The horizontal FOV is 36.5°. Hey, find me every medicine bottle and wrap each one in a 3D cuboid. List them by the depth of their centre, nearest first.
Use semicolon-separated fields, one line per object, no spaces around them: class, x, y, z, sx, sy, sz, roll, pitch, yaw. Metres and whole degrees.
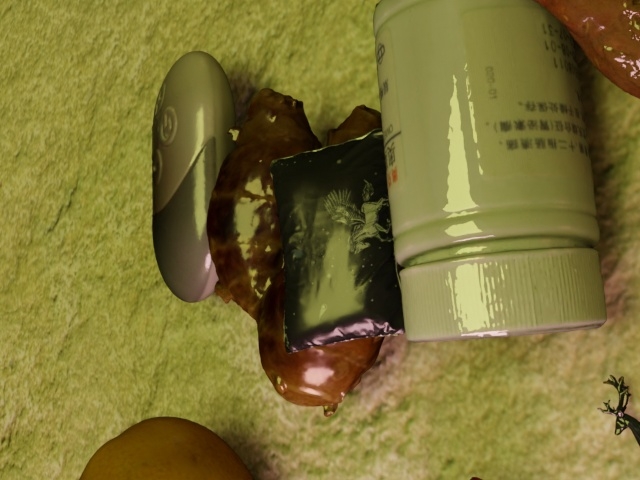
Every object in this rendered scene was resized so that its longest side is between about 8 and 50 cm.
medicine bottle;0.156;-0.069;0.911;0.190;0.190;0.332;-15;75;43

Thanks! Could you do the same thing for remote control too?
remote control;-0.167;-0.084;1.278;0.221;0.103;0.332;159;110;-68

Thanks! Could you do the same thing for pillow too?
pillow;0.017;0.000;0.975;0.141;0.055;0.208;-13;75;24

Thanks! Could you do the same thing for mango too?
mango;-0.165;0.401;1.167;0.264;0.221;0.378;-38;69;32

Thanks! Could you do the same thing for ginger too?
ginger;-0.007;-0.007;1.095;0.274;0.152;0.357;-47;57;31

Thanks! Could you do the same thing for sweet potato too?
sweet potato;0.249;-0.192;0.809;0.354;0.095;0.106;36;104;0

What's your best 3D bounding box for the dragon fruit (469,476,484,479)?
dragon fruit;0.142;0.307;0.935;0.133;0.136;0.166;20;112;10

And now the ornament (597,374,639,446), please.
ornament;0.301;0.162;0.859;0.125;0.028;0.073;49;120;34
